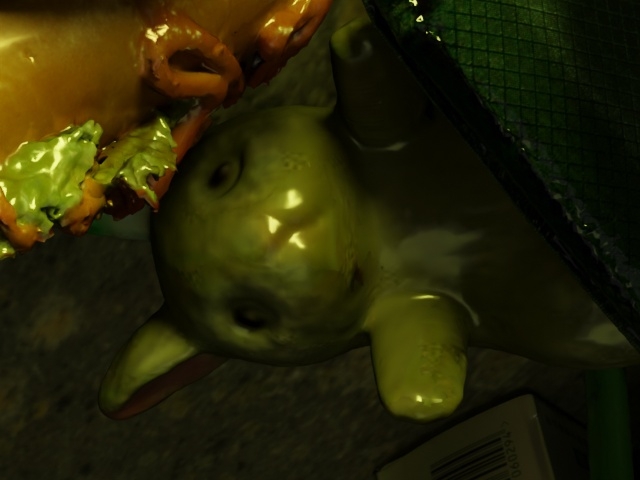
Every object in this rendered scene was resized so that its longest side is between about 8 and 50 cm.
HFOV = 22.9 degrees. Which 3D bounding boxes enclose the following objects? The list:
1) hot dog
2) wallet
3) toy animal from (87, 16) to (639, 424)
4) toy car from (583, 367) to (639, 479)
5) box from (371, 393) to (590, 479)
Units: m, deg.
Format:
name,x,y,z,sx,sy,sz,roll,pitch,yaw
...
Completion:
name,x,y,z,sx,sy,sz,roll,pitch,yaw
hot dog,-0.119,-0.042,0.593,0.117,0.349,0.158,53,145,-6
wallet,0.141,-0.061,0.670,0.236,0.160,0.055,51,163,-8
toy animal,0.010,-0.002,0.757,0.363,0.181,0.180,-8,178,-9
toy car,0.279,0.174,1.009,0.176,0.213,0.358,-11,144,17
box,0.196,0.264,1.134,0.145,0.173,0.333,-30,137,26
